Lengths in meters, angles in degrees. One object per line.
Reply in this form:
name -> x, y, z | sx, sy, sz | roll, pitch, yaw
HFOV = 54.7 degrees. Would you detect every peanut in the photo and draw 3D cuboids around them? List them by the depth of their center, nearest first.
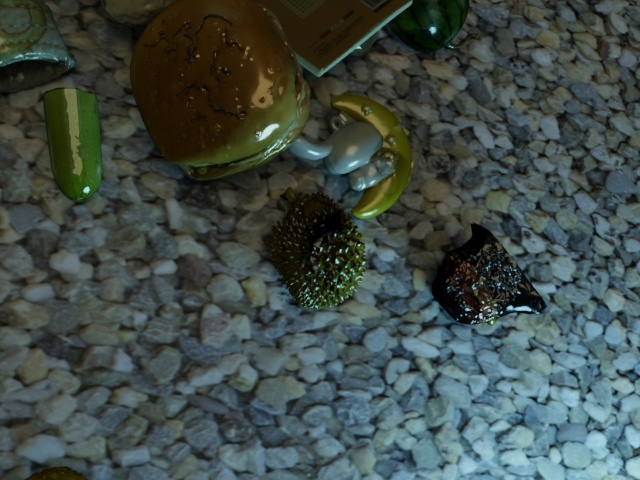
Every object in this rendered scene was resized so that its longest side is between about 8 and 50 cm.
peanut -> -0.244, -0.483, 1.094 | 0.313, 0.149, 0.149 | -26, 87, -15

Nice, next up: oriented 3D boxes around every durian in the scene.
durian -> 0.000, 0.000, 1.125 | 0.194, 0.138, 0.237 | -28, 86, -21

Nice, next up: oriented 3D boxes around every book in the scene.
book -> -0.050, -0.496, 1.199 | 0.389, 0.032, 0.269 | 42, 70, 17

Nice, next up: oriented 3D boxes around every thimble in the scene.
thimble -> -0.523, -0.340, 1.035 | 0.191, 0.137, 0.143 | -21, 86, -31

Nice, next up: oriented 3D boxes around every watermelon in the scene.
watermelon -> 0.237, -0.516, 1.314 | 0.204, 0.127, 0.232 | -33, 95, -24

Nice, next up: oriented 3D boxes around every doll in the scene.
doll -> 0.075, -0.170, 1.201 | 0.252, 0.111, 0.237 | -42, 105, -25

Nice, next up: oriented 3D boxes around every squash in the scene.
squash -> -0.420, -0.155, 1.057 | 0.095, 0.095, 0.187 | -4, 85, -18

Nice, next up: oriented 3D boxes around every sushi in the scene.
sushi -> 0.301, 0.086, 1.200 | 0.150, 0.153, 0.172 | -38, 114, -3

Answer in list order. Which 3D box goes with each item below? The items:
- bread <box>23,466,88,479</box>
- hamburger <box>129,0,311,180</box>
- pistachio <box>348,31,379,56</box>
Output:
bread -> -0.423, 0.477, 0.816 | 0.204, 0.336, 0.358 | 40, 66, 20
hamburger -> -0.178, -0.263, 1.071 | 0.284, 0.174, 0.304 | -30, 78, 16
pistachio -> 0.042, -0.429, 1.243 | 0.149, 0.113, 0.113 | 15, 75, -13
